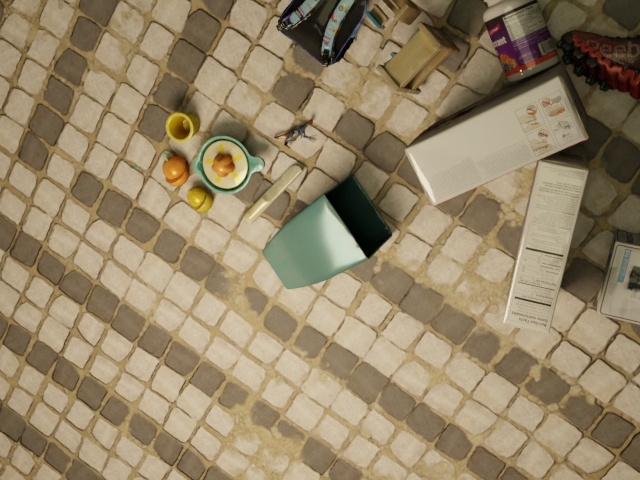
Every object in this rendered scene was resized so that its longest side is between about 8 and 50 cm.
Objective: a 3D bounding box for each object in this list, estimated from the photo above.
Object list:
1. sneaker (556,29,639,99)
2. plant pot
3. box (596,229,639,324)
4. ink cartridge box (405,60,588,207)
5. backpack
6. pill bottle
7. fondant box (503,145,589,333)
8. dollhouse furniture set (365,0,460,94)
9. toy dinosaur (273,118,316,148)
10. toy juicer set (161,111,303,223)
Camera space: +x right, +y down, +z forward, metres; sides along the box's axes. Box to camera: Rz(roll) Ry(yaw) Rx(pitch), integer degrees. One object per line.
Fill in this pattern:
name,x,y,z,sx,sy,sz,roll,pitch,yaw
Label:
sneaker,0.591,-0.345,1.648,0.276,0.097,0.135,34,86,24
plant pot,0.000,0.000,1.904,0.234,0.165,0.166,-33,94,30
box,0.720,0.095,1.736,0.289,0.087,0.169,14,109,13
ink cartridge box,0.349,-0.212,1.670,0.309,0.272,0.130,-24,99,23
backpack,0.018,-0.470,1.783,0.158,0.117,0.173,38,114,4
pill bottle,0.382,-0.417,1.686,0.108,0.108,0.194,-21,98,22
fondant box,0.446,-0.015,1.711,0.096,0.238,0.331,13,109,11
dollhouse furniture set,0.165,-0.411,1.757,0.129,0.129,0.184,-44,74,24
toy dinosaur,-0.054,-0.243,1.915,0.090,0.047,0.082,35,95,17
toy juicer set,-0.227,-0.140,1.972,0.328,0.089,0.209,27,112,8
